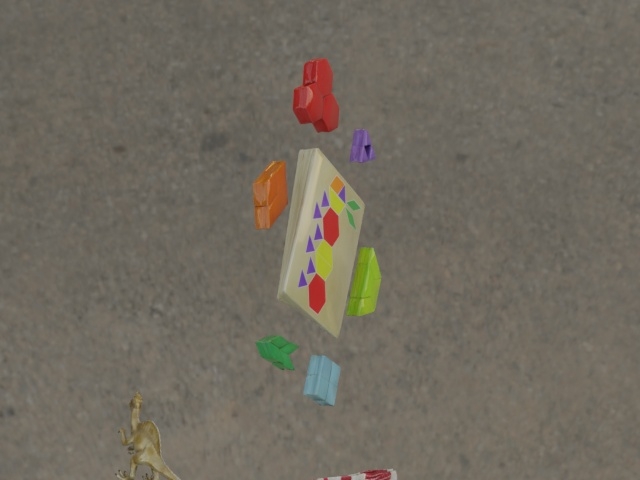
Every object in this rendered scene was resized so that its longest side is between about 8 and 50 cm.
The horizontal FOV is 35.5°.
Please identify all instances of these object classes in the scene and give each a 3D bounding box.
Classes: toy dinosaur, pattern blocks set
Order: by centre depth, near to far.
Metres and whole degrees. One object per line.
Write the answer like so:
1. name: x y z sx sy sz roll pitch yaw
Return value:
1. pattern blocks set: 0.000 0.000 1.083 0.026 0.285 0.324 -1 56 27
2. toy dinosaur: -0.229 0.287 1.330 0.053 0.092 0.183 -2 43 -46

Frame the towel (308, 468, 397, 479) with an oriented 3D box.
1. towel: 0.063 0.517 1.702 0.037 0.329 0.237 -15 75 30
